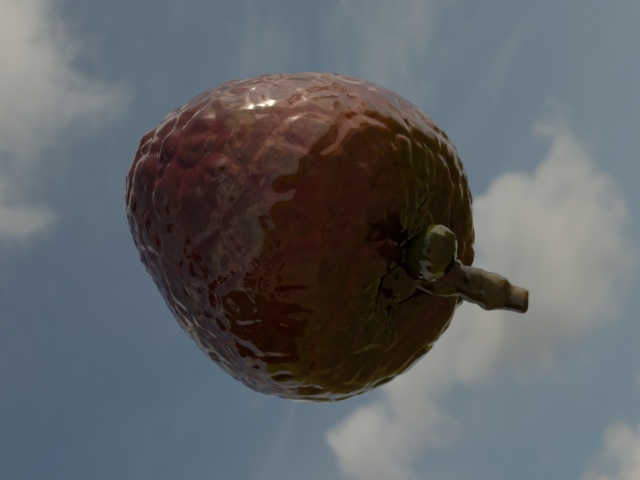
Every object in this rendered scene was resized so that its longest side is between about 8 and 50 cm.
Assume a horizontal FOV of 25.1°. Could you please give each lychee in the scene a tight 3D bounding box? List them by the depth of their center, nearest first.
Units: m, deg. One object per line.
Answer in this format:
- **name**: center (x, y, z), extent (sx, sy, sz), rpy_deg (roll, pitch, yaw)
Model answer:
- **lychee**: center (0.000, 0.000, 1.018), extent (0.255, 0.300, 0.255), rpy_deg (-31, -43, -34)
